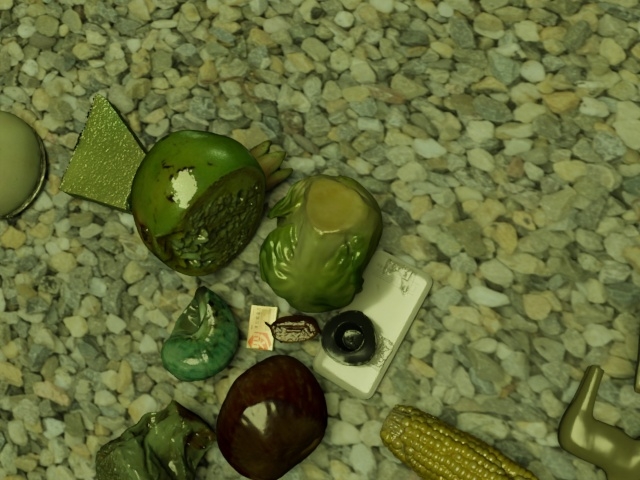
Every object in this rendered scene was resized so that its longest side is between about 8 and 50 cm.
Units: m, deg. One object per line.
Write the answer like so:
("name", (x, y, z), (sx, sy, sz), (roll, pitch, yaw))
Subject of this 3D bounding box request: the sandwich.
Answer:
("sandwich", (-0.457, -0.193, 1.529), (0.212, 0.063, 0.244), (17, 83, 11))

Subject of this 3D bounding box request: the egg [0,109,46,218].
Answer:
("egg", (-0.799, -0.197, 1.538), (0.264, 0.174, 0.286), (-27, 72, 1))

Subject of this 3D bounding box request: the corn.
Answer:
("corn", (0.269, 0.424, 1.221), (0.347, 0.130, 0.130), (28, 86, 19))

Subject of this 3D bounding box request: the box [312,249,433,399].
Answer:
("box", (0.106, 0.169, 1.349), (0.142, 0.044, 0.285), (28, 86, 17))

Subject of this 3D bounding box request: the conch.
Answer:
("conch", (-0.251, 0.208, 1.375), (0.188, 0.122, 0.176), (-47, 53, -3))

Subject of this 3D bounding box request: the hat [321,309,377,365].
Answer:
("hat", (0.063, 0.195, 1.307), (0.121, 0.050, 0.121), (-8, 69, 22))

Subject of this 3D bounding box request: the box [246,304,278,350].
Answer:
("box", (-0.123, 0.185, 1.406), (0.058, 0.015, 0.093), (5, 79, 10))

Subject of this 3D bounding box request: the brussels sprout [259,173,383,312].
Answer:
("brussels sprout", (0.002, 0.002, 1.298), (0.227, 0.294, 0.259), (12, 58, -5))

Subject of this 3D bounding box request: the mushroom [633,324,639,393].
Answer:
("mushroom", (0.739, 0.166, 1.176), (0.408, 0.137, 0.154), (-11, 49, 5))

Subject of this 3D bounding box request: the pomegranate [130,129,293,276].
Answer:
("pomegranate", (-0.237, -0.110, 1.368), (0.216, 0.309, 0.358), (33, 53, 22))

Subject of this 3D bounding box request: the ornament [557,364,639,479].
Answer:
("ornament", (0.546, 0.387, 1.207), (0.230, 0.061, 0.244), (26, 82, 13))

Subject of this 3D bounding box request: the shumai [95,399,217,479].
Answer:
("shumai", (-0.317, 0.470, 1.331), (0.225, 0.222, 0.260), (43, 126, 27))

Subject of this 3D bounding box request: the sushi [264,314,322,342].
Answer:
("sushi", (-0.056, 0.181, 1.373), (0.120, 0.055, 0.052), (-8, 92, 2))

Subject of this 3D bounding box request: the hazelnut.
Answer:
("hazelnut", (-0.105, 0.332, 1.277), (0.234, 0.218, 0.218), (-44, 74, 0))
